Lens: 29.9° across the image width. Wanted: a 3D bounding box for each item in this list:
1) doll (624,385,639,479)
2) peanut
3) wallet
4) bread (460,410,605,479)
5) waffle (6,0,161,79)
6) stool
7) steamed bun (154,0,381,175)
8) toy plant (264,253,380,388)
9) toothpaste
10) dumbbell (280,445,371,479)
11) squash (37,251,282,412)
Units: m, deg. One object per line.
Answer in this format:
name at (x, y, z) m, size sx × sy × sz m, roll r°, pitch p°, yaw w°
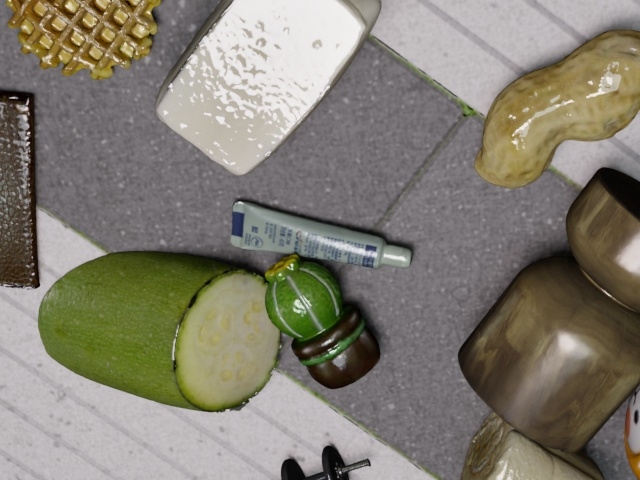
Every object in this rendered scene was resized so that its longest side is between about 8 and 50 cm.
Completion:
doll at (0.432, 0.226, 1.273) m, size 0.214 × 0.236 × 0.213 m, roll 5°, pitch 133°, yaw 6°
peanut at (0.256, -0.140, 1.268) m, size 0.229 × 0.098 × 0.103 m, roll -30°, pitch 76°, yaw 20°
wallet at (-0.401, -0.061, 1.425) m, size 0.133 × 0.039 × 0.243 m, roll 3°, pitch 111°, yaw 1°
bread at (0.242, 0.286, 1.402) m, size 0.141 × 0.148 × 0.134 m, roll 34°, pitch 96°, yaw -5°
waffle at (-0.260, -0.265, 1.325) m, size 0.191 × 0.038 × 0.191 m, roll 2°, pitch 110°, yaw 7°
stool at (0.294, 0.078, 1.299) m, size 0.179 × 0.179 × 0.264 m, roll 32°, pitch 112°, yaw -5°
steamed bun at (-0.052, -0.196, 1.252) m, size 0.146 × 0.164 × 0.241 m, roll 38°, pitch 110°, yaw -9°
toy plant at (-0.004, 0.090, 1.396) m, size 0.093 × 0.093 × 0.162 m, roll -31°, pitch 101°, yaw 18°
toothpaste at (0.000, 0.000, 1.390) m, size 0.216 × 0.037 × 0.061 m, roll 11°, pitch 115°, yaw 8°
dumbbell at (-0.006, 0.295, 1.484) m, size 0.147 × 0.069 × 0.069 m, roll -21°, pitch 106°, yaw 15°
squash at (-0.197, 0.100, 1.464) m, size 0.261 × 0.189 × 0.189 m, roll 10°, pitch 117°, yaw 43°
